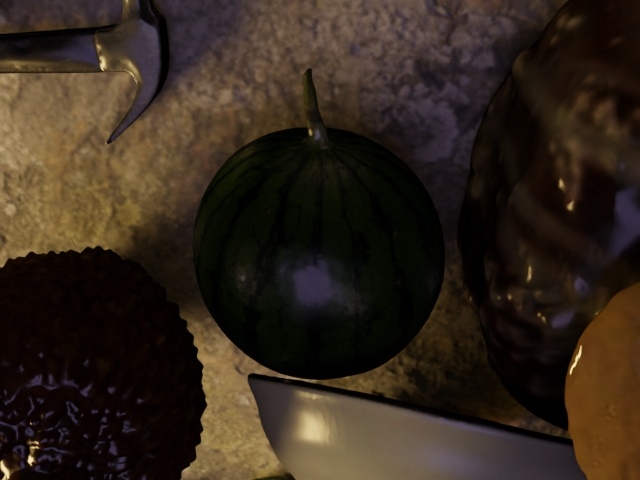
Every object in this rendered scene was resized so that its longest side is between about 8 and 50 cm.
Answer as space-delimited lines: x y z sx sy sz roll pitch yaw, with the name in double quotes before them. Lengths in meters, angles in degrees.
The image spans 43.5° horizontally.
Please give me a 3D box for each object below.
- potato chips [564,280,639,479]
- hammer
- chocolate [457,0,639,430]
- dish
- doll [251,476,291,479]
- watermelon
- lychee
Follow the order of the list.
"potato chips" 0.235 0.099 0.463 0.195 0.062 0.208 9 117 -19
"hammer" -0.260 -0.140 0.627 0.290 0.037 0.137 -3 117 7
"chocolate" 0.219 -0.010 0.551 0.225 0.210 0.340 17 119 -2
"dish" 0.083 0.187 0.626 0.317 0.316 0.106 13 78 -1
"doll" -0.004 0.278 0.822 0.150 0.077 0.115 3 82 16
"watermelon" 0.000 0.000 0.592 0.188 0.188 0.214 7 126 2
"lychee" -0.203 0.117 0.628 0.236 0.271 0.235 0 111 -1
